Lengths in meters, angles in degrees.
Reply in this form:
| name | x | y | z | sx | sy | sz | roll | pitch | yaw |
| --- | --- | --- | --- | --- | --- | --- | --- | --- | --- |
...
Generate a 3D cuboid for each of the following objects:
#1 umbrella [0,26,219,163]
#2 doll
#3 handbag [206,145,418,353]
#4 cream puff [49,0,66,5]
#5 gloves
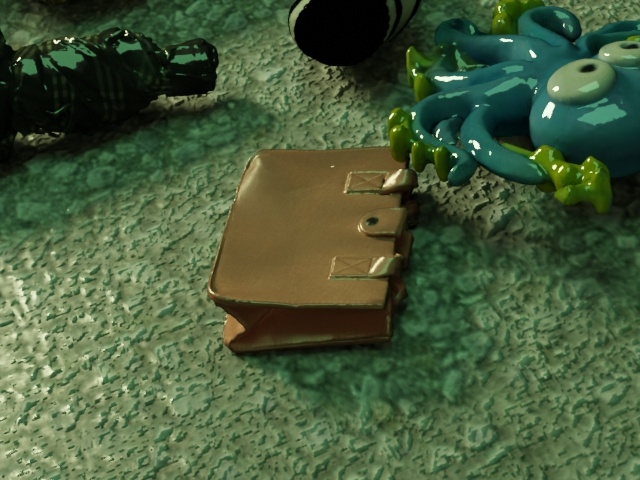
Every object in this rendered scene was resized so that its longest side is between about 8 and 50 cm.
| name | x | y | z | sx | sy | sz | roll | pitch | yaw |
| --- | --- | --- | --- | --- | --- | --- | --- | --- | --- |
| umbrella | -0.273 | -0.154 | 1.630 | 0.337 | 0.128 | 0.154 | -15 | 53 | -12 |
| doll | 0.212 | -0.141 | 1.454 | 0.346 | 0.098 | 0.341 | -22 | 36 | -30 |
| handbag | 0.000 | 0.000 | 1.399 | 0.157 | 0.059 | 0.212 | -3 | 38 | 13 |
| cream puff | -0.265 | -0.372 | 1.827 | 0.244 | 0.196 | 0.244 | -8 | 41 | 7 |
| gloves | 0.043 | -0.252 | 1.651 | 0.131 | 0.140 | 0.218 | 20 | 32 | 10 |
